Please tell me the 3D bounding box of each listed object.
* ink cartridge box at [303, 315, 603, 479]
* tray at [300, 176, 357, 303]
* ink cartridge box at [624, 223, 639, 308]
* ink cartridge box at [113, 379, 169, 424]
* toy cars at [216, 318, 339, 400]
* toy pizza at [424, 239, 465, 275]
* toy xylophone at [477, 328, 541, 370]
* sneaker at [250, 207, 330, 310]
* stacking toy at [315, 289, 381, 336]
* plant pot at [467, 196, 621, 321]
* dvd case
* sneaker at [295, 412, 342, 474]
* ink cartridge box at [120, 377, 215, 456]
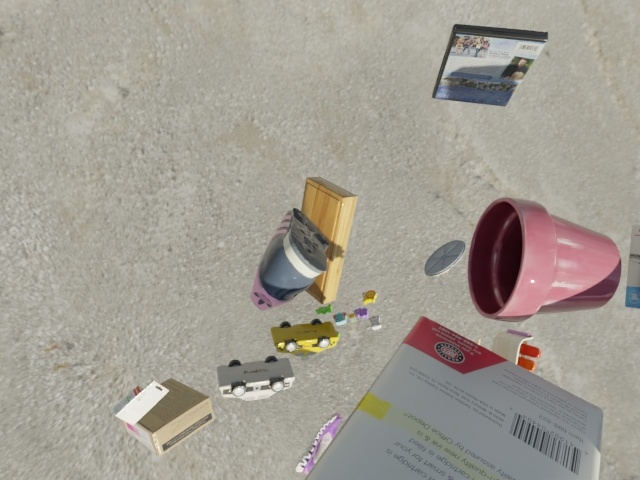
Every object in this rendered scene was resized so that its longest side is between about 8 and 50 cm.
[{"bbox_3d":[0.157,0.306,0.564,0.279,0.161,0.384,28,35,22],"label":"ink cartridge box"},{"bbox_3d":[0.000,0.000,1.647,0.076,0.202,0.412,-12,122,-39],"label":"tray"},{"bbox_3d":[0.564,0.026,0.740,0.060,0.104,0.180,8,86,-8],"label":"ink cartridge box"},{"bbox_3d":[-0.432,0.385,1.105,0.115,0.029,0.063,-43,133,-12],"label":"ink cartridge box"},{"bbox_3d":[-0.106,0.324,1.226,0.393,0.176,0.087,-29,131,-50],"label":"toy cars"},{"bbox_3d":[0.508,0.077,1.857,0.032,0.201,0.201,46,64,-14],"label":"toy pizza"},{"bbox_3d":[0.694,0.490,1.750,0.081,0.236,0.323,15,92,-28],"label":"toy xylophone"},{"bbox_3d":[-0.061,0.026,0.838,0.131,0.319,0.112,-43,95,10],"label":"sneaker"},{"bbox_3d":[0.108,0.270,1.654,0.220,0.167,0.052,-15,40,5],"label":"stacking toy"},{"bbox_3d":[0.367,0.040,0.754,0.180,0.201,0.202,8,72,-4],"label":"plant pot"},{"bbox_3d":[0.353,-0.372,0.995,0.180,0.253,0.022,9,79,6],"label":"dvd case"},{"bbox_3d":[0.017,0.707,1.561,0.104,0.095,0.237,31,85,18],"label":"sneaker"},{"bbox_3d":[-0.472,0.529,1.397,0.193,0.234,0.088,-25,111,-43],"label":"ink cartridge box"}]
